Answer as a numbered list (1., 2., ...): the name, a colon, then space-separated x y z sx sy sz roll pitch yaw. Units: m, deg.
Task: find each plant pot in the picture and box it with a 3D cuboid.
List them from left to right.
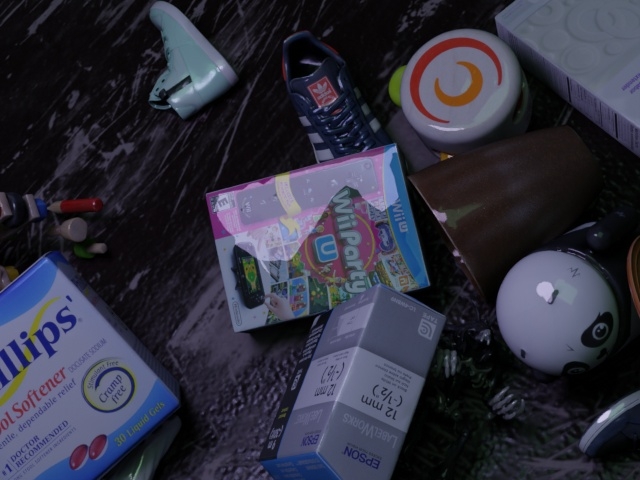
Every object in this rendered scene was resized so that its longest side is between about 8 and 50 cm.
1. plant pot: 0.277 -0.061 1.500 0.230 0.215 0.215 -32 58 4

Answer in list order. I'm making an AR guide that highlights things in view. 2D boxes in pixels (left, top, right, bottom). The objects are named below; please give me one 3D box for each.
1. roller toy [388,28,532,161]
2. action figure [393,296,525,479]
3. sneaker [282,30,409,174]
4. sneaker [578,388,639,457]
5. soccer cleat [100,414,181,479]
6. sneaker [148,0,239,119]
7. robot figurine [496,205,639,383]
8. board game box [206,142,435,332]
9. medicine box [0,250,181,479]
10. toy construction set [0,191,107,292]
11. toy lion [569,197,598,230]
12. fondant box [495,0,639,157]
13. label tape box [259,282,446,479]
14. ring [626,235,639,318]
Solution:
1. roller toy: 0.232 -0.218 1.651 0.191 0.146 0.209 -36 64 7
2. action figure: 0.194 0.202 1.431 0.164 0.141 0.275 27 73 -11
3. sneaker: 0.024 -0.200 1.704 0.131 0.148 0.350 -31 58 -1
4. sneaker: 0.464 0.264 1.354 0.226 0.086 0.163 -27 55 0
5. soccer cleat: -0.271 0.341 1.558 0.196 0.068 0.076 -45 100 -23
6. sneaker: -0.275 -0.323 1.896 0.151 0.094 0.256 -40 57 -3
7. robot figurine: 0.355 0.074 1.400 0.174 0.278 0.209 -13 96 43
8. board game box: 0.000 0.000 1.596 0.304 0.097 0.223 -14 81 9
9. medicine box: -0.394 0.207 1.527 0.263 0.149 0.289 -42 98 -5
10. toy construction set: -0.529 0.028 1.731 0.237 0.257 0.309 -1 30 40
11. toy lion: 0.366 -0.066 1.598 0.100 0.034 0.096 21 63 26
12. fondant box: 0.475 -0.312 1.658 0.238 0.096 0.330 -40 60 -7
13. label tape box: 0.018 0.251 1.399 0.115 0.249 0.347 29 68 -12
14. ring: 0.489 0.136 1.306 0.032 0.337 0.336 -42 51 34
